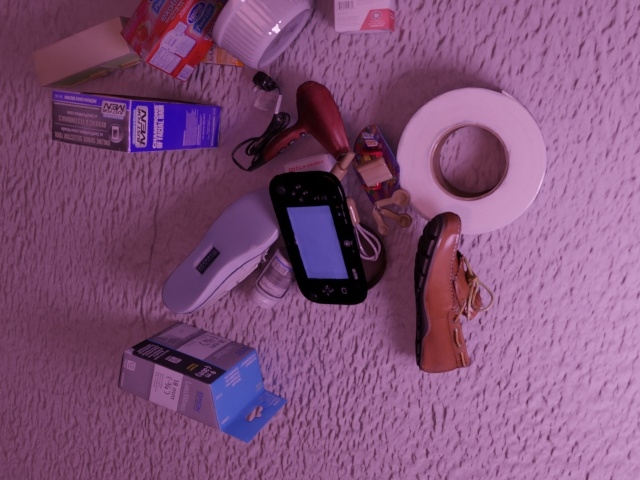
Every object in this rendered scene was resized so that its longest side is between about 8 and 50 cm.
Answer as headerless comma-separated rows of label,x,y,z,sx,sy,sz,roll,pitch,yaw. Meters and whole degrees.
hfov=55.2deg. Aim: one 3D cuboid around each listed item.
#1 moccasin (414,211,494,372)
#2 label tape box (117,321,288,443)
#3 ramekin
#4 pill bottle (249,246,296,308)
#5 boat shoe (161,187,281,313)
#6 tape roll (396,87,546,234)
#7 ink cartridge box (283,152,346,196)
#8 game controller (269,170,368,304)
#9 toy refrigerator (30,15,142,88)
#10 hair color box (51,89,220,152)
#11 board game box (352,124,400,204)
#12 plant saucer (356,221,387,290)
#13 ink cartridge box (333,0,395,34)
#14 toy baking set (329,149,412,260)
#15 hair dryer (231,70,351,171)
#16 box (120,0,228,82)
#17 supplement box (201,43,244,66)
moccasin,0.263,0.114,1.224,0.147,0.139,0.379,-2,117,7
label tape box,-0.258,0.317,1.434,0.334,0.241,0.105,17,104,15
ramekin,-0.113,-0.448,1.251,0.109,0.207,0.207,43,112,-3
pill bottle,-0.102,0.089,1.418,0.078,0.078,0.137,39,111,9
boat shoe,-0.190,0.036,1.408,0.367,0.156,0.136,-47,70,5
tape roll,0.298,-0.159,1.212,0.286,0.100,0.286,4,102,20
ink cartridge box,-0.007,-0.110,1.351,0.109,0.063,0.150,-12,96,21
game controller,0.000,0.000,1.286,0.167,0.067,0.319,4,123,35
toy refrigerator,-0.541,-0.439,1.458,0.270,0.102,0.094,-13,96,21
hair color box,-0.377,-0.253,1.307,0.185,0.339,0.110,11,105,18
board game box,0.100,-0.152,1.268,0.168,0.033,0.133,65,148,24
plant saucer,0.071,0.035,1.372,0.169,0.029,0.168,4,101,19
ink cartridge box,0.089,-0.523,1.232,0.115,0.067,0.198,4,104,19
toy baking set,0.074,-0.058,1.264,0.197,0.030,0.256,44,126,3
hair dryer,-0.049,-0.234,1.319,0.294,0.080,0.223,21,101,33
box,-0.288,-0.490,1.312,0.257,0.128,0.122,-49,63,15
supplement box,-0.221,-0.427,1.379,0.099,0.036,0.062,10,103,18
